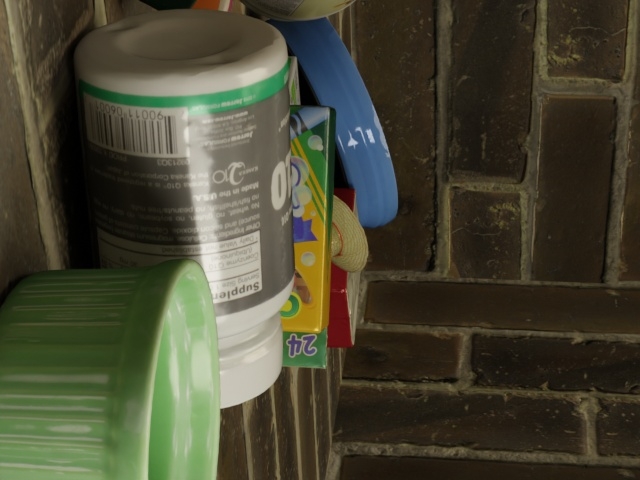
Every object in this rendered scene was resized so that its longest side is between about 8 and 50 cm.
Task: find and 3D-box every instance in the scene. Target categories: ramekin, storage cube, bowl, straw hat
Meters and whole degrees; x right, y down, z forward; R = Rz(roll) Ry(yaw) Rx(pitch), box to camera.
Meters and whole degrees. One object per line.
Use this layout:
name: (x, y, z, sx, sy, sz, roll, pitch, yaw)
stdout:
ramekin: (-0.185, 0.163, 1.266, 0.303, 0.148, 0.304, 2, 90, -83)
storage cube: (-0.041, 0.043, 2.280, 0.184, 0.193, 0.215, 82, 11, -57)
bowl: (0.006, -0.195, 2.401, 0.391, 0.077, 0.391, 157, -90, -80)
straw hat: (0.000, 0.000, 2.103, 0.061, 0.144, 0.144, -34, 141, -27)

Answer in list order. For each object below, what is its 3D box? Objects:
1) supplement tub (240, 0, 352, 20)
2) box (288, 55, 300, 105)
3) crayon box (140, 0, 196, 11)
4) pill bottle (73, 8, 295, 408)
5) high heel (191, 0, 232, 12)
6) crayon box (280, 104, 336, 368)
supplement tub: (-0.013, -0.420, 1.937, 0.325, 0.235, 0.236, 159, -66, -76)
box: (-0.093, -0.088, 2.071, 0.231, 0.126, 0.262, -80, 170, -46)
crayon box: (-0.085, -0.399, 1.511, 0.318, 0.081, 0.202, -47, -158, 43)
pill bottle: (-0.128, -0.028, 1.464, 0.204, 0.204, 0.361, -75, 166, -62)
high heel: (-0.139, -0.366, 1.830, 0.117, 0.082, 0.244, -38, 120, -76)
crayon box: (-0.089, -0.004, 1.800, 0.083, 0.203, 0.323, -23, 115, -82)
